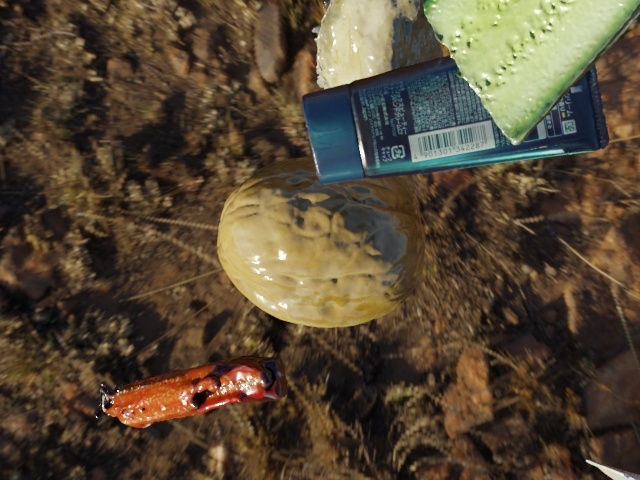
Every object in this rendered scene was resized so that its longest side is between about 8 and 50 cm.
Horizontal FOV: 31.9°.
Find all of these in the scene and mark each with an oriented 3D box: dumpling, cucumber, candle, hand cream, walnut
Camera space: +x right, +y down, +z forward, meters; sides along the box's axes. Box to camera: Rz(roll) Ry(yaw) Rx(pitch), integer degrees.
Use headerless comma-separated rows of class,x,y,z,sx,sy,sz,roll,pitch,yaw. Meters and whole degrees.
dumpling,0.077,-0.188,1.301,0.166,0.086,0.332,-20,131,12
cucumber,0.173,-0.183,0.678,0.244,0.063,0.115,-48,69,26
candle,-0.153,0.167,1.216,0.301,0.084,0.059,-17,62,43
hand cream,0.397,0.297,1.298,0.216,0.038,0.052,31,141,-29
hand cream,0.122,-0.118,1.027,0.270,0.061,0.120,-11,93,5
walnut,0.000,-0.002,1.680,0.313,0.277,0.252,-3,96,4
